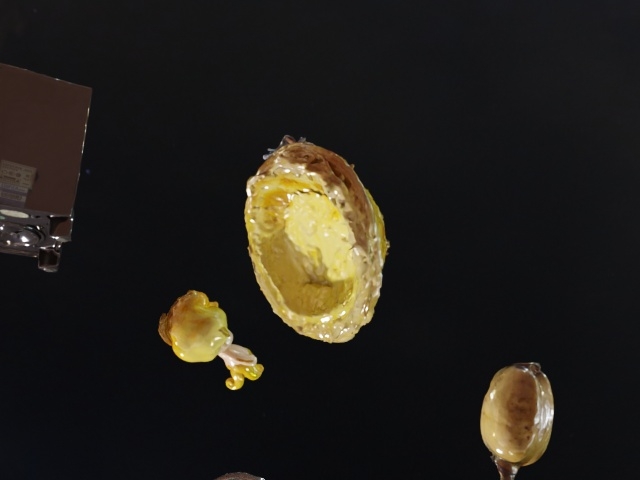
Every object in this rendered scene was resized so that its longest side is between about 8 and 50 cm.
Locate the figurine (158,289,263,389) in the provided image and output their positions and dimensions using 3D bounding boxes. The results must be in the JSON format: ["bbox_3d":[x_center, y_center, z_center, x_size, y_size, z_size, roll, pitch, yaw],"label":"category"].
[{"bbox_3d":[-0.218,0.204,1.372,0.156,0.246,0.131,-2,-131,55],"label":"figurine"}]

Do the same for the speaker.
[{"bbox_3d":[-0.479,-0.104,1.068,0.184,0.232,0.254,11,-113,-24],"label":"speaker"}]

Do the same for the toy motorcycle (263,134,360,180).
[{"bbox_3d":[-0.010,-0.126,1.247,0.157,0.263,0.091,37,-83,0],"label":"toy motorcycle"}]

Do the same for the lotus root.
[{"bbox_3d":[0.330,0.312,1.154,0.125,0.118,0.220,16,-97,-23],"label":"lotus root"}]

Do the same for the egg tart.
[{"bbox_3d":[0.002,-0.001,0.704,0.090,0.212,0.212,-18,-124,-36],"label":"egg tart"}]

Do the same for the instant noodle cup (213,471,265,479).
[{"bbox_3d":[-0.157,0.505,1.103,0.217,0.207,0.217,20,-142,-16],"label":"instant noodle cup"}]
